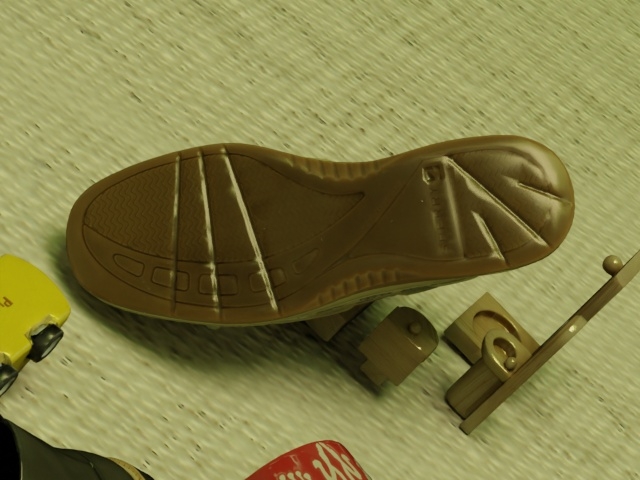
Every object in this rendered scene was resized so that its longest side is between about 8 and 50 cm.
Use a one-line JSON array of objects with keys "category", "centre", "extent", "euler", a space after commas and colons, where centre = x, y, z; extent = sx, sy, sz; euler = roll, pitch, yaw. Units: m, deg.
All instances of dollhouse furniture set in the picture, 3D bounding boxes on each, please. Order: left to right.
[{"category": "dollhouse furniture set", "centre": [0.087, 0.017, 1.155], "extent": [0.151, 0.123, 0.144], "euler": [46, 38, 5]}]

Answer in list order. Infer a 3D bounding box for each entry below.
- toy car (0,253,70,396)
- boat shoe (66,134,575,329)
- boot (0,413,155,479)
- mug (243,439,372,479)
[{"category": "toy car", "centre": [-0.207, 0.104, 0.904], "extent": [0.239, 0.053, 0.225], "euler": [0, 51, -37]}, {"category": "boat shoe", "centre": [0.000, 0.000, 1.096], "extent": [0.285, 0.089, 0.104], "euler": [-2, 79, 1]}, {"category": "boot", "centre": [-0.108, 0.176, 0.827], "extent": [0.137, 0.077, 0.198], "euler": [43, 23, -60]}, {"category": "mug", "centre": [0.009, 0.193, 0.934], "extent": [0.150, 0.113, 0.169], "euler": [-9, 53, -45]}]
